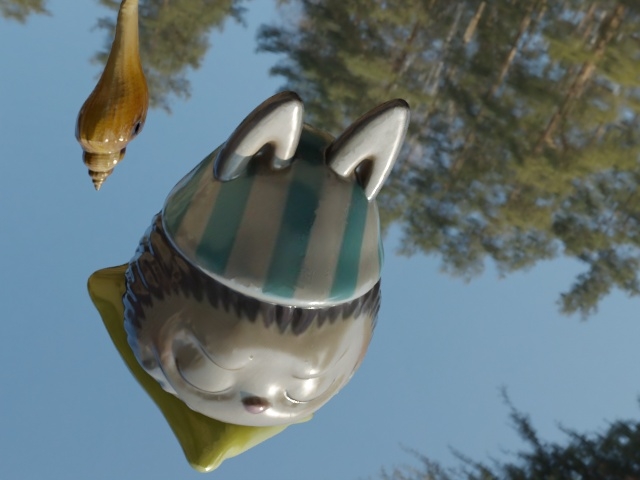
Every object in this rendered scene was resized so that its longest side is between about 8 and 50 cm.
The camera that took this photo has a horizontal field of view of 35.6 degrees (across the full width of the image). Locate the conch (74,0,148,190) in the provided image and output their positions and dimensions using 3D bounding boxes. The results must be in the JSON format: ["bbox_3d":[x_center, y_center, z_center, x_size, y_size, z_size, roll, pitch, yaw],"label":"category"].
[{"bbox_3d":[-0.294,-0.225,1.482,0.093,0.330,0.109,31,-158,21],"label":"conch"}]

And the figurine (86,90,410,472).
[{"bbox_3d":[0.000,0.000,0.976,0.266,0.377,0.361,47,-141,-1],"label":"figurine"}]
